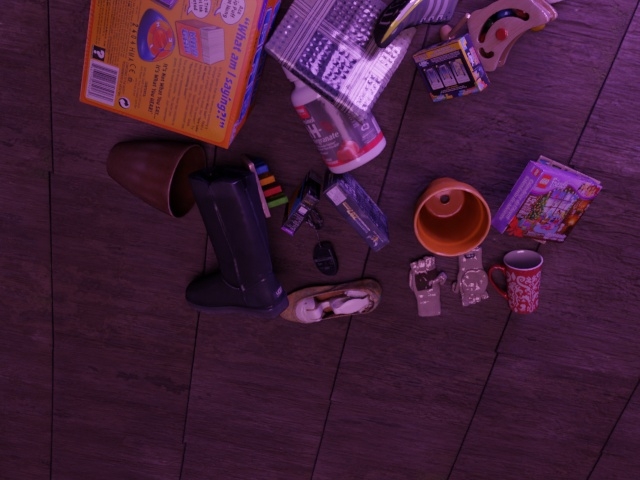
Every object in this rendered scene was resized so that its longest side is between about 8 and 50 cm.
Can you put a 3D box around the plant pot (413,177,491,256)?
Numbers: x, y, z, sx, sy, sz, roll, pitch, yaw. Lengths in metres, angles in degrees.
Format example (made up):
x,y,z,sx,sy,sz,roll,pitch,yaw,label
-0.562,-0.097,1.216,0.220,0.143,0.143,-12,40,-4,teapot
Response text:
x,y,z,sx,sy,sz,roll,pitch,yaw,label
0.359,-0.088,1.700,0.205,0.188,0.205,1,116,3,plant pot

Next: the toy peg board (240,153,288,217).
x,y,z,sx,sy,sz,roll,pitch,yaw,label
-0.159,-0.169,1.723,0.079,0.161,0.161,-20,112,-10,toy peg board

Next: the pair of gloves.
x,y,z,sx,sy,sz,roll,pitch,yaw,label
0.399,0.126,1.883,0.240,0.042,0.204,-15,110,8,pair of gloves

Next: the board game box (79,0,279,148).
x,y,z,sx,sy,sz,roll,pitch,yaw,label
-0.314,-0.490,1.446,0.356,0.356,0.357,18,118,-4,board game box

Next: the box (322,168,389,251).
x,y,z,sx,sy,sz,roll,pitch,yaw,label
0.103,-0.099,1.714,0.059,0.183,0.233,-36,109,19,box

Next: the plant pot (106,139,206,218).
x,y,z,sx,sy,sz,roll,pitch,yaw,label
-0.477,-0.199,1.710,0.230,0.215,0.215,18,116,11,plant pot

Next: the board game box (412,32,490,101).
x,y,z,sx,sy,sz,roll,pitch,yaw,label
0.334,-0.441,1.552,0.048,0.170,0.141,-40,113,-25,board game box

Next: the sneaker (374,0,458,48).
x,y,z,sx,sy,sz,roll,pitch,yaw,label
0.261,-0.569,1.485,0.300,0.111,0.121,-42,116,-2,sneaker

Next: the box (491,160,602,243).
x,y,z,sx,sy,sz,roll,pitch,yaw,label
0.625,-0.098,1.660,0.293,0.057,0.201,6,121,-37,box

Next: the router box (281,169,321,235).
x,y,z,sx,sy,sz,roll,pitch,yaw,label
-0.053,-0.110,1.721,0.046,0.179,0.133,32,114,-13,router box

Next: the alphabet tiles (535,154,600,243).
x,y,z,sx,sy,sz,roll,pitch,yaw,label
0.669,-0.109,1.769,0.198,0.009,0.237,22,115,-7,alphabet tiles

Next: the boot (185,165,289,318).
x,y,z,sx,sy,sz,roll,pitch,yaw,label
-0.301,0.004,1.752,0.367,0.146,0.445,1,125,26,boot

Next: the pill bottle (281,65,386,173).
x,y,z,sx,sy,sz,roll,pitch,yaw,label
0.031,-0.354,1.601,0.176,0.176,0.319,-25,111,15,pill bottle

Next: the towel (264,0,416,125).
x,y,z,sx,sy,sz,roll,pitch,yaw,label
0.056,-0.497,1.503,0.312,0.056,0.324,34,73,-13,towel

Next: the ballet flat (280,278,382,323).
x,y,z,sx,sy,sz,roll,pitch,yaw,label
0.025,0.203,1.903,0.348,0.123,0.123,-13,114,10,ballet flat

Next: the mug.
x,y,z,sx,sy,sz,roll,pitch,yaw,label
0.604,0.124,1.846,0.150,0.113,0.169,17,130,41,mug

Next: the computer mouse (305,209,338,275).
x,y,z,sx,sy,sz,roll,pitch,yaw,label
0.000,0.000,1.855,0.071,0.041,0.242,-9,111,26,computer mouse

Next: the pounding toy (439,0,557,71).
x,y,z,sx,sy,sz,roll,pitch,yaw,label
0.430,-0.505,1.491,0.269,0.155,0.154,-14,105,43,pounding toy

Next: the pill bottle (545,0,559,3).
x,y,z,sx,sy,sz,roll,pitch,yaw,label
0.559,-0.690,1.434,0.121,0.121,0.216,-21,113,13,pill bottle
